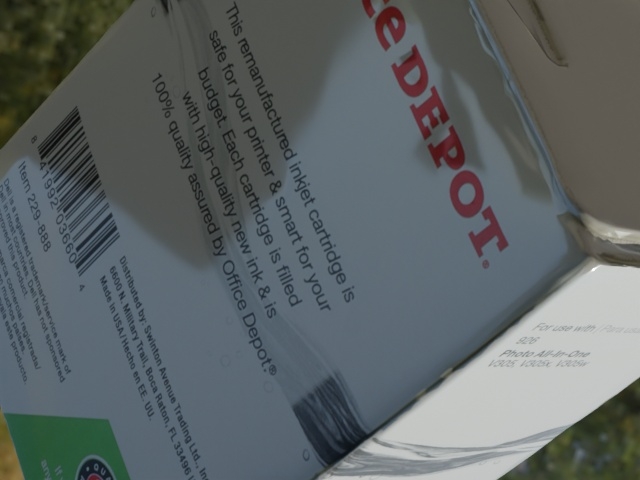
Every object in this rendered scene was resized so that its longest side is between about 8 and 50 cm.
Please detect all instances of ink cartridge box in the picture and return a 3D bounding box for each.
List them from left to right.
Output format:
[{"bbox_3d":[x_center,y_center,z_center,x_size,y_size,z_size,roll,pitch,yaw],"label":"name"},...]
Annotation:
[{"bbox_3d":[0.000,0.000,0.703,0.121,0.289,0.211,5,-126,-45],"label":"ink cartridge box"}]
